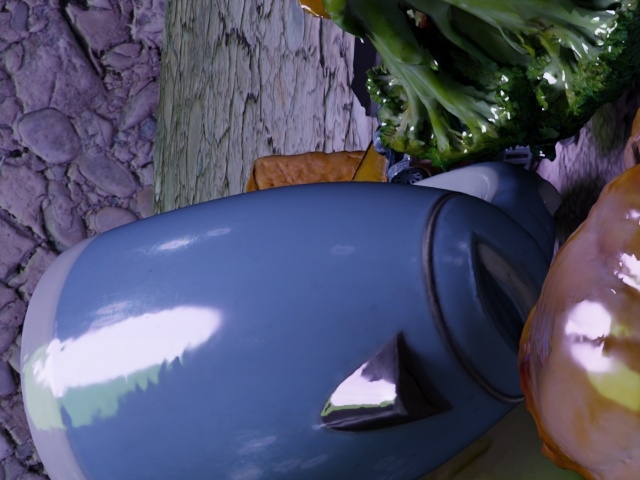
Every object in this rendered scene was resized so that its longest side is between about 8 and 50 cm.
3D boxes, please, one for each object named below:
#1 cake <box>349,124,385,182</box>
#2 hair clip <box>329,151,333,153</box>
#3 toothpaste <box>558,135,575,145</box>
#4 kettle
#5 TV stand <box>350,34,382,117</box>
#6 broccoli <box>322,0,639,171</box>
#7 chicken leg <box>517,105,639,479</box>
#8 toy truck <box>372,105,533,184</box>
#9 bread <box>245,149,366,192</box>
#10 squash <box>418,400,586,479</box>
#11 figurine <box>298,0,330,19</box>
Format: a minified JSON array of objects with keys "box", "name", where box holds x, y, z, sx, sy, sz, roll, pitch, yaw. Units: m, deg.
[{"box":[0.043,-0.046,1.707,0.079,0.116,0.185,109,153,-56],"name":"cake"},{"box":[0.014,-0.009,1.975,0.124,0.052,0.195,105,169,-61],"name":"hair clip"},{"box":[0.175,-0.095,1.356,0.083,0.015,0.024,-101,26,-58],"name":"toothpaste"},{"box":[0.013,0.050,1.259,0.247,0.342,0.319,58,-147,-21],"name":"kettle"},{"box":[0.086,-0.246,1.599,0.088,0.083,0.269,-118,31,-62],"name":"TV stand"},{"box":[0.093,-0.194,1.189,0.254,0.269,0.269,-36,49,40],"name":"broccoli"},{"box":[0.206,0.010,0.997,0.409,0.182,0.295,63,-144,-85],"name":"chicken leg"},{"box":[0.100,-0.043,1.448,0.177,0.115,0.080,98,167,-55],"name":"toy truck"},{"box":[0.000,0.000,1.809,0.149,0.143,0.158,106,162,-63],"name":"bread"},{"box":[0.088,0.207,1.295,0.252,0.049,0.252,-17,58,29],"name":"squash"},{"box":[0.045,-0.318,1.714,0.156,0.131,0.246,64,-148,-63],"name":"figurine"}]
